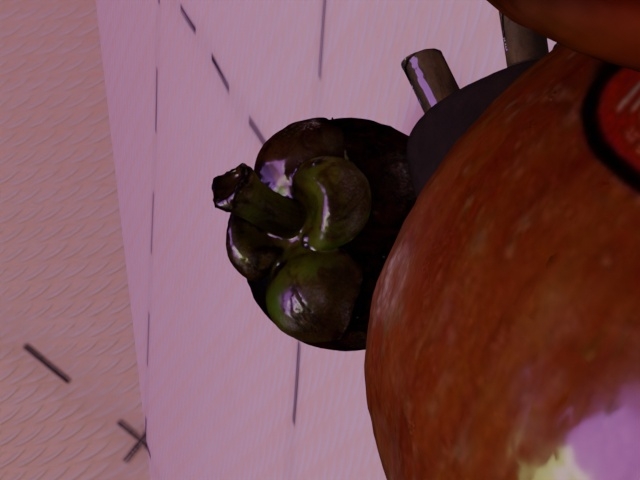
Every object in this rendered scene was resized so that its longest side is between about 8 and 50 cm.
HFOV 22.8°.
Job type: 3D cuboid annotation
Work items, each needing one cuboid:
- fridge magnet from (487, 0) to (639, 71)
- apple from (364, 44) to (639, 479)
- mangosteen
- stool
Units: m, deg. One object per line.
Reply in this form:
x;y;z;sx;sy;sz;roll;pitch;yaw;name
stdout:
0.158;-0.190;0.353;0.363;0.155;0.363;-34;31;24;fridge magnet
0.166;0.043;0.432;0.250;0.277;0.309;-55;52;19;apple
0.010;0.002;1.089;0.184;0.172;0.172;-42;-41;-50;mangosteen
0.119;-0.062;0.809;0.217;0.125;0.121;135;132;-56;stool
